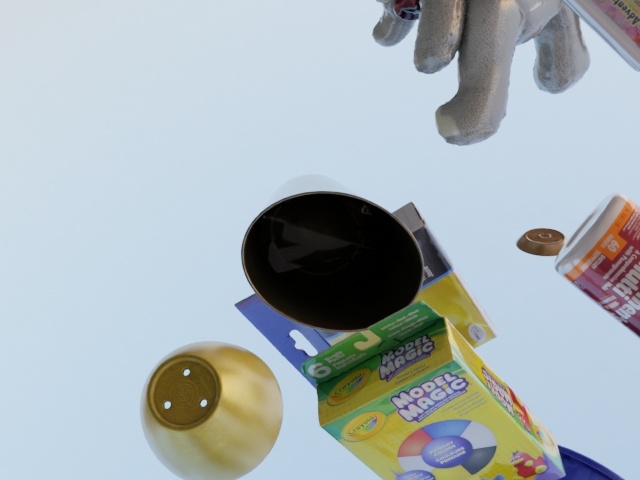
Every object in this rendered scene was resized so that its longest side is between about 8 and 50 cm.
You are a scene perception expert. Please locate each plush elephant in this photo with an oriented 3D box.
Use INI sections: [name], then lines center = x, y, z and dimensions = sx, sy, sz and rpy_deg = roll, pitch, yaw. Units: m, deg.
[plush elephant]
center = 0.130, -0.296, 1.125
dimensions = 0.255, 0.330, 0.272
rpy_deg = 18, -140, 36

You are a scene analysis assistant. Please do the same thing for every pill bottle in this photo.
[pill bottle]
center = 0.392, 0.054, 1.172
dimensions = 0.121, 0.221, 0.121
rpy_deg = -51, 175, -6

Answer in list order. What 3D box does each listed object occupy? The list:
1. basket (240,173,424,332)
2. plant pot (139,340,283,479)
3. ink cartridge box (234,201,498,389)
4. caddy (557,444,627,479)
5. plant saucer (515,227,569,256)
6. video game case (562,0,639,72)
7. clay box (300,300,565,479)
[basket]
center = 0.000, 0.000, 1.201
dimensions = 0.227, 0.204, 0.154
rpy_deg = -121, -133, -75
[plant pot]
center = -0.109, 0.146, 0.910
dimensions = 0.134, 0.095, 0.134
rpy_deg = -4, -112, 10
[ink cartridge box]
center = 0.078, 0.122, 1.537
dimensions = 0.307, 0.304, 0.072
rpy_deg = -32, -136, 8
[caddy]
center = 0.387, 0.413, 1.392
dimensions = 0.179, 0.341, 0.241
rpy_deg = -51, -172, -22
[plant saucer]
center = 0.331, 0.000, 1.490
dimensions = 0.083, 0.015, 0.083
rpy_deg = -2, -156, 1
[video game case]
center = 0.135, -0.178, 0.435
dimensions = 0.143, 0.157, 0.019
rpy_deg = -46, -177, 8
[clay box]
center = 0.094, 0.150, 0.836
dimensions = 0.127, 0.222, 0.053
rpy_deg = -31, -143, 20
